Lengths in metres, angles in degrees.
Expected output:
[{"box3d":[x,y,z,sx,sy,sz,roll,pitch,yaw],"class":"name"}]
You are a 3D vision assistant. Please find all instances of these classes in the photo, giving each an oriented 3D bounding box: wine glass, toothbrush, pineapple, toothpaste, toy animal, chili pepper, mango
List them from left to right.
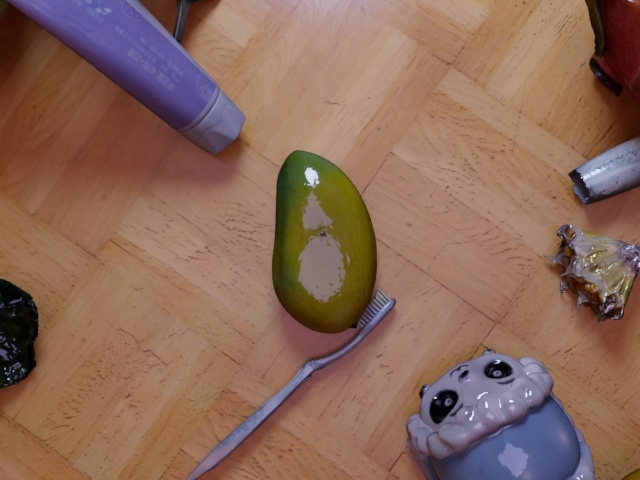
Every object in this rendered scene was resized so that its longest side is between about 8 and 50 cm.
[{"box3d":[-0.482,0.148,0.932,0.264,0.116,0.148,-41,76,1],"class":"chili pepper"},{"box3d":[-0.237,-0.243,0.828,0.371,0.080,0.125,42,68,-37],"class":"toothpaste"},{"box3d":[-0.042,0.202,0.943,0.375,0.028,0.037,-43,82,1],"class":"toothbrush"},{"box3d":[0.007,0.002,0.915,0.137,0.091,0.237,3,89,-3],"class":"mango"},{"box3d":[0.223,0.250,0.870,0.208,0.156,0.204,-28,92,-2],"class":"toy animal"},{"box3d":[0.366,0.032,0.909,0.116,0.069,0.137,-28,86,2],"class":"pineapple"},{"box3d":[0.448,-0.117,0.910,0.262,0.074,0.074,-24,88,2],"class":"wine glass"}]

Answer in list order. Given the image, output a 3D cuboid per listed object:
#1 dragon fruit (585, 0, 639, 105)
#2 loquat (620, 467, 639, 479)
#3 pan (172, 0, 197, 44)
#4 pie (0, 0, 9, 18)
[{"box3d":[0.455,-0.240,0.819,0.305,0.305,0.226,-9,128,2],"class":"dragon fruit"},{"box3d":[0.422,0.364,0.836,0.246,0.213,0.213,33,91,-3],"class":"loquat"},{"box3d":[-0.185,-0.357,0.910,0.048,0.128,0.202,22,75,34],"class":"pan"},{"box3d":[-0.436,-0.350,0.867,0.323,0.070,0.323,-20,59,37],"class":"pie"}]
